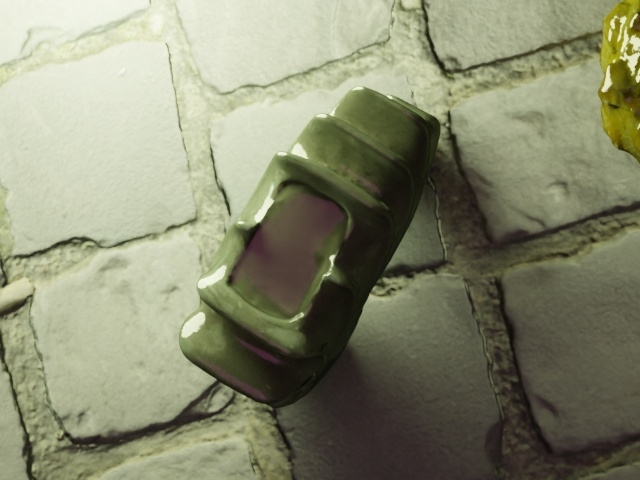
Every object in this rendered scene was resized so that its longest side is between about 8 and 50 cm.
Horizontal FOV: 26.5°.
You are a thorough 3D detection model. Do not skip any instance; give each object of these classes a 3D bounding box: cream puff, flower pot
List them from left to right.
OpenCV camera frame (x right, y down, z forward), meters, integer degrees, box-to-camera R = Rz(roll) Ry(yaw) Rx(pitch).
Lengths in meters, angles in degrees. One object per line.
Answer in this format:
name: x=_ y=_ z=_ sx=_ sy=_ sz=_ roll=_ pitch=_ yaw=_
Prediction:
flower pot: x=0.000 y=0.000 z=1.485 sx=0.164 sy=0.254 sz=0.367 roll=30 pitch=93 yaw=12
cream puff: x=0.424 y=-0.180 z=1.451 sx=0.282 sy=0.185 sz=0.282 roll=-1 pitch=85 yaw=14
